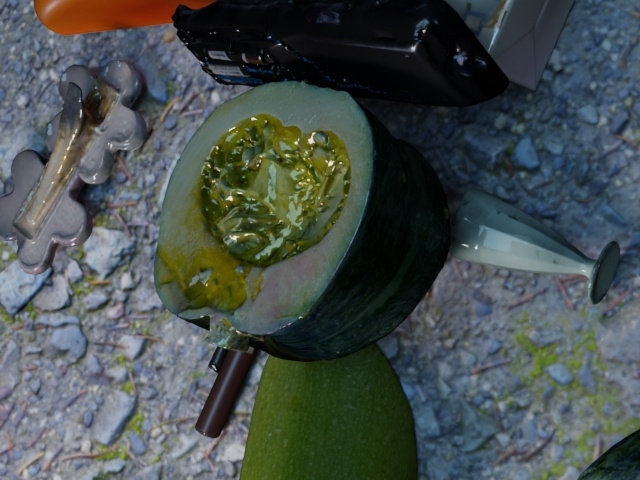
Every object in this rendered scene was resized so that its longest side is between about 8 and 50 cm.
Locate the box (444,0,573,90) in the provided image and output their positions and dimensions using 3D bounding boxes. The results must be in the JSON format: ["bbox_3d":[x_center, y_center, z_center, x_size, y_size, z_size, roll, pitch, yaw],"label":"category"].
[{"bbox_3d":[0.088,-0.314,1.706,0.341,0.143,0.225,26,97,28],"label":"box"}]

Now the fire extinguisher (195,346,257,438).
[{"bbox_3d":[-0.092,0.123,1.821,0.173,0.035,0.049,-66,25,8],"label":"fire extinguisher"}]

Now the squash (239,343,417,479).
[{"bbox_3d":[0.014,0.234,1.760,0.189,0.189,0.260,-13,44,26],"label":"squash"}]

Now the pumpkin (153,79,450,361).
[{"bbox_3d":[0.000,0.000,1.673,0.293,0.197,0.263,16,83,50],"label":"pumpkin"}]

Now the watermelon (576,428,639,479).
[{"bbox_3d":[0.376,0.239,1.522,0.310,0.193,0.231,-4,64,10],"label":"watermelon"}]

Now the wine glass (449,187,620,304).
[{"bbox_3d":[0.205,0.007,1.658,0.155,0.073,0.073,20,95,23],"label":"wine glass"}]

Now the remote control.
[{"bbox_3d":[0.001,-0.182,1.668,0.399,0.144,0.062,9,62,50],"label":"remote control"}]

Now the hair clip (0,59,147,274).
[{"bbox_3d":[-0.281,-0.087,1.917,0.146,0.075,0.257,36,108,27],"label":"hair clip"}]

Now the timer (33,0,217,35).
[{"bbox_3d":[-0.226,-0.367,1.894,0.250,0.161,0.257,-5,83,42],"label":"timer"}]
